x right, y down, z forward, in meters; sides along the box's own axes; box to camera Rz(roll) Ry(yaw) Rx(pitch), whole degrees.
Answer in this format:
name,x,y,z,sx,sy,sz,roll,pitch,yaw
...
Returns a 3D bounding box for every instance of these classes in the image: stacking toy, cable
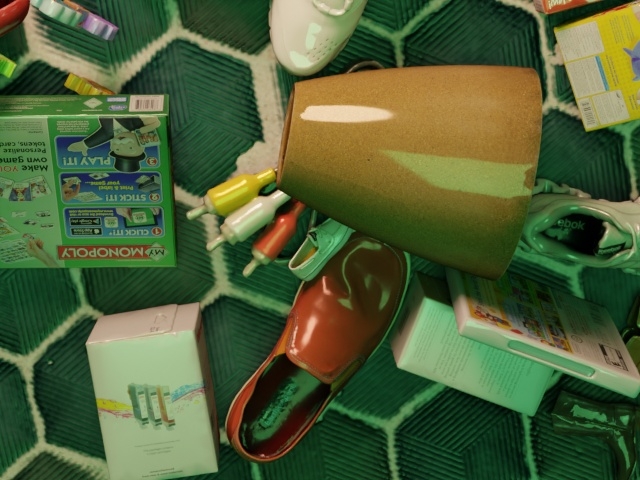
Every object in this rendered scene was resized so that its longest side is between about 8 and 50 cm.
name,x,y,z,sx,sy,sz,roll,pitch,yaw
stacking toy,-0.262,-0.238,1.607,0.052,0.221,0.167,34,101,26
cable,-0.010,-0.075,1.710,0.287,0.072,0.139,-42,106,6

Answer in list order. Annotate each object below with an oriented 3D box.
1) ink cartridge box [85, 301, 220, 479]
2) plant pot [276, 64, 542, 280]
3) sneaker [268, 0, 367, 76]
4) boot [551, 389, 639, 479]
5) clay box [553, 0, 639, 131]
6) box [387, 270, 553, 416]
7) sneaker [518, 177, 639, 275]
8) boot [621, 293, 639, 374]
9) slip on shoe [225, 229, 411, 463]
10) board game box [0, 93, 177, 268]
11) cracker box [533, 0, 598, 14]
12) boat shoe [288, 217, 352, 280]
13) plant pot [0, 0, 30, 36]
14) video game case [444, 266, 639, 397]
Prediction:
name,x,y,z,sx,sy,sz,roll,pitch,yaw
ink cartridge box,-0.191,0.175,1.728,0.127,0.128,0.176,-7,101,0
plant pot,0.086,-0.090,1.621,0.254,0.237,0.237,8,102,-6
sneaker,0.024,-0.317,1.631,0.111,0.129,0.297,22,102,-8
boot,0.328,0.240,1.807,0.114,0.037,0.106,9,89,-7
clay box,0.385,-0.210,1.656,0.222,0.053,0.127,-13,104,30
box,0.176,0.117,1.728,0.170,0.130,0.091,20,101,-7
sneaker,0.360,-0.005,1.717,0.292,0.118,0.110,3,100,-4
boot,0.422,0.165,1.779,0.152,0.073,0.197,15,89,-6
slip on shoe,0.000,0.127,1.740,0.123,0.101,0.331,34,98,-7
board game box,-0.323,-0.063,1.672,0.317,0.046,0.213,0,129,-2
cracker box,0.292,-0.383,1.657,0.156,0.067,0.232,-16,103,1
boat shoe,0.000,0.000,1.717,0.100,0.035,0.035,-50,134,4
plant pot,-0.421,-0.281,1.594,0.191,0.191,0.174,-22,107,3
video game case,0.244,0.091,1.675,0.206,0.227,0.026,20,108,-6
